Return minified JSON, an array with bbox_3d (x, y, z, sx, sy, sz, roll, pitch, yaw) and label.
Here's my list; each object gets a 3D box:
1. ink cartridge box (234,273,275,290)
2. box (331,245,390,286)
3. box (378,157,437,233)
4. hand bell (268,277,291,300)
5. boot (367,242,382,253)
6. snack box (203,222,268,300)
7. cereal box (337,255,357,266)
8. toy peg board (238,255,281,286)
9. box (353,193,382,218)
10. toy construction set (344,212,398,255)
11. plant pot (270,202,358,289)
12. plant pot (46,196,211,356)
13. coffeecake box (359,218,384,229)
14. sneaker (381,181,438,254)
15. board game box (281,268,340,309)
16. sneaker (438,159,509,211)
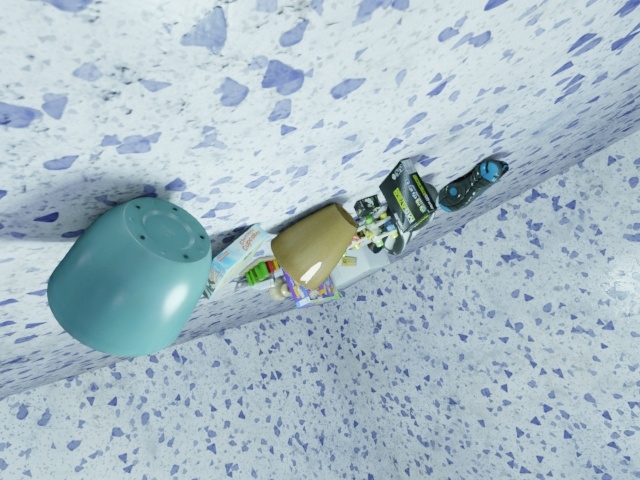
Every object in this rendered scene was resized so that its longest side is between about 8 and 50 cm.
[{"bbox_3d":[-0.296,0.199,1.893,0.179,0.045,0.145,-20,-169,-3],"label":"ink cartridge box"},{"bbox_3d":[0.167,0.134,2.281,0.345,0.168,0.215,-32,164,36],"label":"box"},{"bbox_3d":[0.280,-0.141,1.360,0.045,0.191,0.184,-20,167,-24],"label":"box"},{"bbox_3d":[-0.151,0.252,2.130,0.126,0.126,0.242,-13,-176,-36],"label":"hand bell"},{"bbox_3d":[0.300,-0.048,2.040,0.219,0.106,0.082,-49,132,3],"label":"boot"},{"bbox_3d":[-0.297,0.079,1.387,0.187,0.060,0.322,-45,180,-33],"label":"snack box"},{"bbox_3d":[0.024,0.084,1.875,0.240,0.047,0.173,4,179,28],"label":"cereal box"},{"bbox_3d":[-0.238,0.132,1.792,0.161,0.079,0.160,-33,163,38],"label":"toy peg board"},{"bbox_3d":[0.173,-0.125,1.540,0.083,0.052,0.062,-19,164,-15],"label":"box"},{"bbox_3d":[0.132,-0.012,1.695,0.327,0.151,0.215,-13,-170,-9],"label":"toy construction set"},{"bbox_3d":[0.000,0.000,1.430,0.254,0.237,0.237,-43,161,18],"label":"plant pot"},{"bbox_3d":[-0.369,0.053,0.873,0.235,0.293,0.293,-48,157,26],"label":"plant pot"},{"bbox_3d":[0.201,-0.024,1.939,0.185,0.068,0.142,-27,165,17],"label":"coffeecake box"},{"bbox_3d":[0.405,-0.140,1.764,0.257,0.169,0.447,-42,167,-30],"label":"sneaker"},{"bbox_3d":[-0.044,0.200,2.045,0.078,0.233,0.347,-28,166,21],"label":"board game box"},{"bbox_3d":[0.656,-0.228,1.795,0.139,0.125,0.341,-19,169,-39],"label":"sneaker"}]
